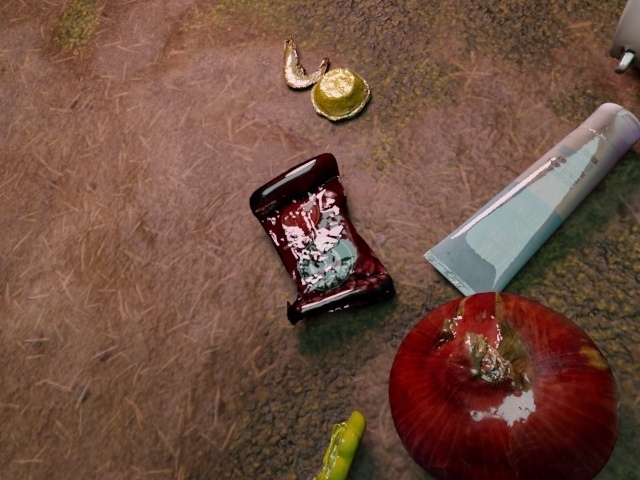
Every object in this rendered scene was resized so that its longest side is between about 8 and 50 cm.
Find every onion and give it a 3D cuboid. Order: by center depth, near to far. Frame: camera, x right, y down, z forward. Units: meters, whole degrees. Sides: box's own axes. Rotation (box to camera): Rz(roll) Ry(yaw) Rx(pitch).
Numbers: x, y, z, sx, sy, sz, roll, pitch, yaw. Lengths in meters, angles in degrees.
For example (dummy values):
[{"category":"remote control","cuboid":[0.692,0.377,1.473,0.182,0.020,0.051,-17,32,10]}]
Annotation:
[{"category":"onion","cuboid":[0.193,0.170,0.611,0.248,0.161,0.248,-2,85,26]}]

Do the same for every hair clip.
[{"category":"hair clip","cuboid":[0.007,0.283,0.653,0.046,0.072,0.173,29,81,14]}]

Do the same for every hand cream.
[{"category":"hand cream","cuboid":[0.283,-0.052,0.727,0.312,0.070,0.111,-44,67,-2]}]

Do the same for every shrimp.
[{"category":"shrimp","cuboid":[-0.027,-0.313,0.954,0.083,0.023,0.114,-11,70,8]}]

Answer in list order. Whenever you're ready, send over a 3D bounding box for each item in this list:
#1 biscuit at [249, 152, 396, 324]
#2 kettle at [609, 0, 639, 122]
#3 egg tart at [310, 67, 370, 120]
[{"category":"biscuit","cuboid":[-0.006,0.002,0.784,0.151,0.063,0.235,-25,65,5]},{"category":"kettle","cuboid":[0.534,-0.232,0.653,0.318,0.205,0.265,39,69,24]},{"category":"egg tart","cuboid":[0.031,-0.245,0.898,0.105,0.039,0.105,-5,65,12]}]
